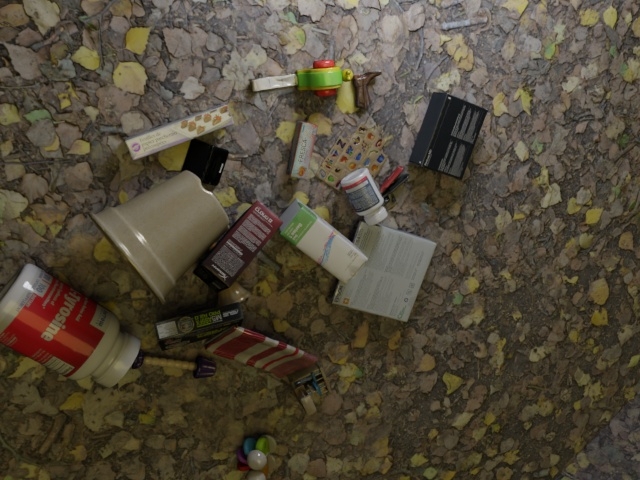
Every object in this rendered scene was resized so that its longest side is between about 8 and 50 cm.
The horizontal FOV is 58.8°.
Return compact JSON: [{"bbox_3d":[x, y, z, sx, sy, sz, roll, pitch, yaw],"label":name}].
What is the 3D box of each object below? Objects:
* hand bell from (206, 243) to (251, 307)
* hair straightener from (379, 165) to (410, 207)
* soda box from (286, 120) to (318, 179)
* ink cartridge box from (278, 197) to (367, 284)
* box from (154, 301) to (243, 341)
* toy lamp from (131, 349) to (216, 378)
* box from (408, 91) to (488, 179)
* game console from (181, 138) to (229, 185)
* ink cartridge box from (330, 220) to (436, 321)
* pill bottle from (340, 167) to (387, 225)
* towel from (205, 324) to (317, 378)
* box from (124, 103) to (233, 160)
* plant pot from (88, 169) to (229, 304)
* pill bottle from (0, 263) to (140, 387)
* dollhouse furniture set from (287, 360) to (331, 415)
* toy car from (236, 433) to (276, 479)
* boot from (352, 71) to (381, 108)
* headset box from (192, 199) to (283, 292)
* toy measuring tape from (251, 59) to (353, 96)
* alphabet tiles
[{"bbox_3d":[-0.332,0.091,1.874,0.126,0.126,0.242,-24,102,-12],"label":"hand bell"},{"bbox_3d":[0.239,-0.154,2.028,0.089,0.047,0.230,40,90,-25],"label":"hair straightener"},{"bbox_3d":[-0.061,-0.297,1.865,0.058,0.063,0.183,9,102,-22],"label":"soda box"},{"bbox_3d":[0.000,0.000,1.873,0.278,0.201,0.117,38,95,-14],"label":"ink cartridge box"},{"bbox_3d":[-0.391,0.280,1.839,0.270,0.216,0.060,-13,74,-17],"label":"box"},{"bbox_3d":[-0.490,0.418,1.917,0.274,0.080,0.080,12,101,-21],"label":"toy lamp"},{"bbox_3d":[0.450,-0.369,2.012,0.184,0.103,0.261,14,101,-27],"label":"box"},{"bbox_3d":[-0.364,-0.246,1.796,0.107,0.071,0.122,8,106,-53],"label":"game console"},{"bbox_3d":[0.227,0.112,2.094,0.330,0.071,0.324,17,100,-19],"label":"ink cartridge box"},{"bbox_3d":[0.154,-0.147,1.946,0.108,0.108,0.180,-33,107,-8],"label":"pill bottle"},{"bbox_3d":[-0.206,0.386,1.948,0.329,0.237,0.037,26,52,-25],"label":"towel"},{"bbox_3d":[-0.425,-0.331,1.719,0.323,0.067,0.063,-24,113,-13],"label":"box"},{"bbox_3d":[-0.452,-0.035,1.686,0.305,0.333,0.334,-40,116,-18],"label":"plant pot"},{"bbox_3d":[-0.756,0.267,1.687,0.407,0.229,0.229,39,90,-26],"label":"pill bottle"},{"bbox_3d":[-0.022,0.554,2.072,0.129,0.183,0.129,-25,113,-12],"label":"dollhouse furniture set"},{"bbox_3d":[-0.246,0.809,2.106,0.136,0.159,0.182,8,107,15],"label":"toy car"},{"bbox_3d":[0.161,-0.502,1.899,0.106,0.037,0.114,-13,107,-2],"label":"boot"},{"bbox_3d":[-0.250,0.011,1.763,0.110,0.218,0.293,42,71,-9],"label":"headset box"},{"bbox_3d":[-0.046,-0.502,1.780,0.330,0.121,0.122,-11,110,-17],"label":"toy measuring tape"},{"bbox_3d":[0.120,-0.275,1.969,0.198,0.009,0.237,31,93,-25],"label":"alphabet tiles"}]
